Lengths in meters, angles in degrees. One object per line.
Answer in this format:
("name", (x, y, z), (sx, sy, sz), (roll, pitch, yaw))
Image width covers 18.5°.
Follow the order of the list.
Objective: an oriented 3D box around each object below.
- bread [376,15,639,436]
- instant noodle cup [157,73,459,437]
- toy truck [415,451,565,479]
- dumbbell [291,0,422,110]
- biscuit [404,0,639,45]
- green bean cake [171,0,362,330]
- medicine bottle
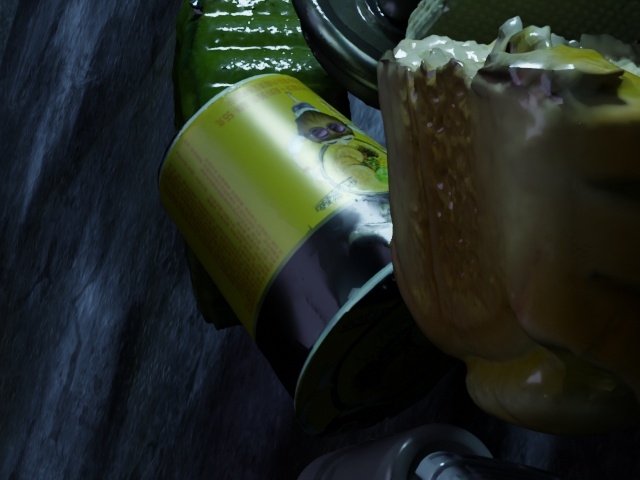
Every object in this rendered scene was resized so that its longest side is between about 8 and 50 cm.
("bread", (0.171, -0.010, 1.239), (0.316, 0.211, 0.270), (-162, 65, -73))
("instant noodle cup", (0.000, 0.000, 1.507), (0.236, 0.215, 0.215), (47, 124, 28))
("toy truck", (0.092, 0.331, 1.270), (0.175, 0.146, 0.367), (24, 100, 59))
("dumbbell", (0.091, -0.229, 1.581), (0.290, 0.192, 0.192), (-58, 28, 37))
("biscuit", (0.154, -0.160, 1.444), (0.252, 0.150, 0.052), (-51, 25, 44))
("green bean cake", (-0.055, -0.076, 1.772), (0.247, 0.156, 0.250), (95, 172, -52))
("medicine bottle", (0.056, 0.199, 1.486), (0.168, 0.105, 0.105), (-26, 52, 59))
